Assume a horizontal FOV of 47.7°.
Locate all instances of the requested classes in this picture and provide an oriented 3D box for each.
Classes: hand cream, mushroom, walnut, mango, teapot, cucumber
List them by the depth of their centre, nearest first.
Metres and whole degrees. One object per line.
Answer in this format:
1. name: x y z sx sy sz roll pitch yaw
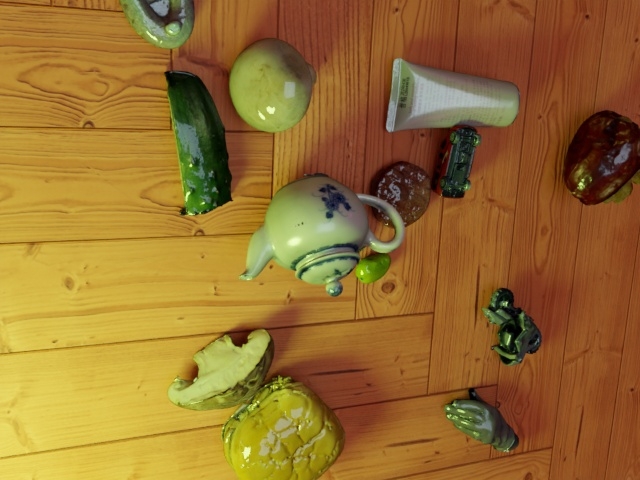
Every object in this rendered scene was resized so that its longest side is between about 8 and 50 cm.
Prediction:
1. cucumber: -0.274 -0.224 1.638 0.145 0.105 0.325 -13 104 -20
2. mushroom: -0.111 -0.359 1.651 0.206 0.209 0.206 2 120 4
3. teapot: 0.000 0.000 1.706 0.423 0.252 0.280 -12 71 -16
4. mushroom: -0.226 0.343 1.785 0.285 0.156 0.151 -31 138 -11
5. hand cream: 0.344 -0.365 1.885 0.358 0.118 0.186 1 108 -17
6. mango: 0.141 0.070 1.913 0.108 0.056 0.073 -31 118 -18
7. walnut: 0.822 -0.225 2.067 0.243 0.222 0.269 24 107 -19

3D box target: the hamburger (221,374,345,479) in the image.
1. hamburger: -0.100 0.511 1.854 0.318 0.158 0.319 -5 102 -22

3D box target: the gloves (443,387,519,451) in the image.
1. gloves: 0.489 0.539 2.161 0.285 0.119 0.142 30 58 -23

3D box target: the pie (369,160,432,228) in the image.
1. pie: 0.210 -0.119 1.904 0.182 0.049 0.182 -6 106 -21

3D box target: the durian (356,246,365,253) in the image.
1. durian: 0.080 -0.018 1.860 0.110 0.071 0.140 -2 98 -24

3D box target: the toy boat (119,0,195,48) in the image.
1. toy boat: -0.348 -0.521 1.542 0.155 0.085 0.227 -25 111 -18

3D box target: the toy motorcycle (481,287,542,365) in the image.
1. toy motorcycle: 0.553 0.265 2.118 0.159 0.106 0.270 -50 120 -12

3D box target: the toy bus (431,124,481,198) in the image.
1. toy bus: 0.354 -0.212 1.911 0.081 0.089 0.195 2 110 -23
